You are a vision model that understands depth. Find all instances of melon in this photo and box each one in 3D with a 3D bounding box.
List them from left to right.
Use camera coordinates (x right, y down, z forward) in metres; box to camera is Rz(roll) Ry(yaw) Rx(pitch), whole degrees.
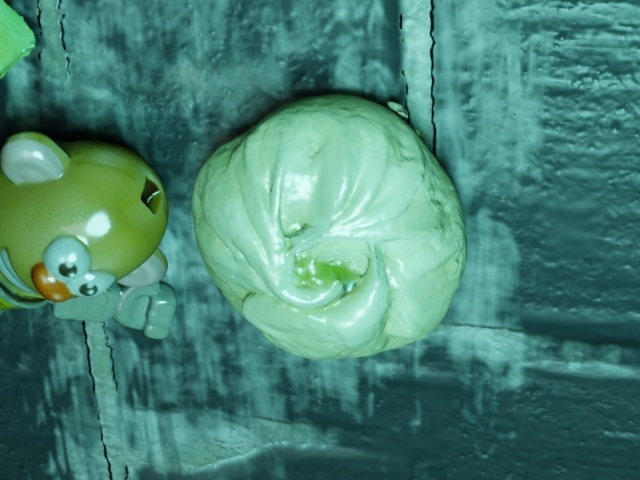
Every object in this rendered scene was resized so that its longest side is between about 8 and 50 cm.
[{"bbox_3d":[-0.350,-0.109,1.424,0.053,0.114,0.262,35,128,-23],"label":"melon"}]

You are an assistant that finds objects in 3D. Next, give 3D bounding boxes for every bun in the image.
[{"bbox_3d":[0.000,0.000,1.365,0.259,0.160,0.259,8,124,13],"label":"bun"}]

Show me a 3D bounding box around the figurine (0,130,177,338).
[{"bbox_3d":[-0.269,-0.006,1.422,0.285,0.342,0.167,-18,70,20],"label":"figurine"}]
